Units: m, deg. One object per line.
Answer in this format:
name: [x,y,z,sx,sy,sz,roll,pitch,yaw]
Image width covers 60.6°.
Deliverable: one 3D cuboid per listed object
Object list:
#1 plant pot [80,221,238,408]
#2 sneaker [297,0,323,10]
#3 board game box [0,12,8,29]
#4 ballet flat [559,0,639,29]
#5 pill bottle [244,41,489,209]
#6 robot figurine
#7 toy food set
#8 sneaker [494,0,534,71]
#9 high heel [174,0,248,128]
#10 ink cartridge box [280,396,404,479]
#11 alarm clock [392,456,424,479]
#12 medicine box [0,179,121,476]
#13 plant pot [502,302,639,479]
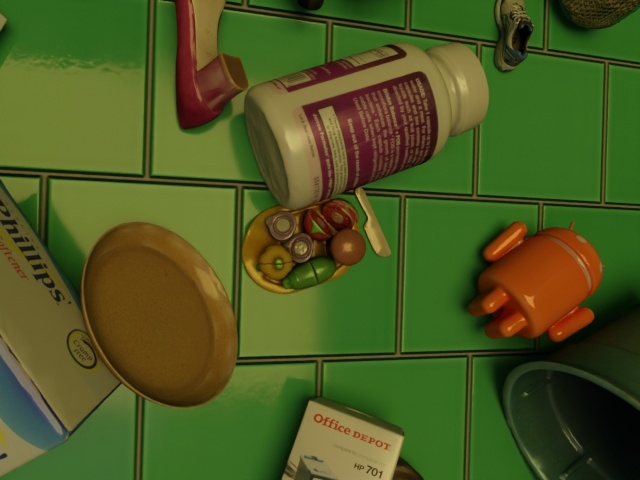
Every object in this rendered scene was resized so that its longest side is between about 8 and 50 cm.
plant pot: [-0.191,0.089,0.661,0.032,0.236,0.236,-28,100,25]
sneaker: [-0.065,-0.442,0.740,0.124,0.107,0.283,-9,83,-12]
board game box: [-0.502,-0.177,0.573,0.053,0.193,0.305,24,82,28]
ballet flat: [0.393,-0.569,0.821,0.164,0.182,0.482,-25,97,-14]
pill bottle: [0.065,-0.165,0.737,0.302,0.169,0.169,-21,96,-15]
robot figurine: [0.332,0.061,0.837,0.219,0.158,0.128,-33,134,-13]
toy food set: [0.000,0.000,0.769,0.218,0.071,0.128,-19,96,-15]
sneaker: [0.312,-0.340,0.864,0.052,0.058,0.135,0,90,-16]
high heel: [-0.177,-0.275,0.732,0.082,0.117,0.244,-12,79,-58]
ink cartridge box: [0.021,0.328,0.742,0.140,0.082,0.190,17,81,12]
alarm clock: [0.088,0.372,0.805,0.129,0.064,0.192,-32,96,-13]
medicine box: [-0.405,0.121,0.566,0.289,0.149,0.263,-29,99,11]
plant pot: [0.515,0.241,0.806,0.334,0.341,0.341,-28,98,-23]
